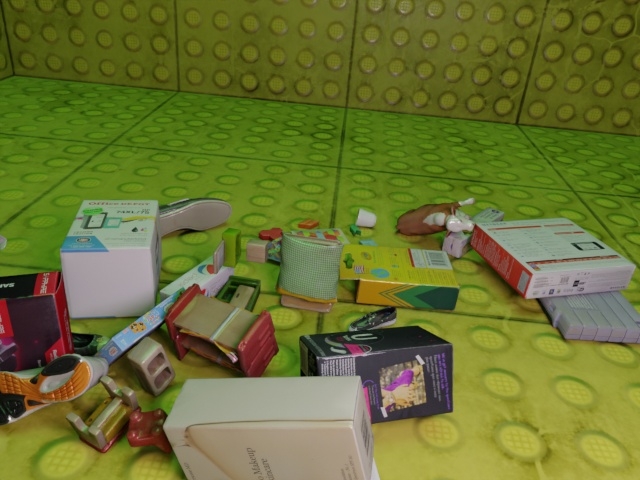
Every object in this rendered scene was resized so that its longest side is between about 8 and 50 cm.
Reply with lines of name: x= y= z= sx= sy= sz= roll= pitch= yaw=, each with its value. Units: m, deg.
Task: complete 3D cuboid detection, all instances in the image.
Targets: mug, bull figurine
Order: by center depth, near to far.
bull figurine: x=0.382 y=-0.072 z=1.744 sx=0.188 sy=0.101 sz=0.310 roll=-17 pitch=9 yaw=-36
mug: x=0.156 y=-0.077 z=1.855 sx=0.064 sy=0.062 sz=0.078 roll=13 pitch=35 yaw=-2

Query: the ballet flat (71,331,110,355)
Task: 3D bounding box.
ballet flat: x=-0.547 y=0.219 z=1.198 sx=0.173 sy=0.049 sz=0.057 roll=5 pitch=29 yaw=0

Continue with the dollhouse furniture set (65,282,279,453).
dollhouse furniture set: x=-0.268 y=0.278 z=1.078 sx=0.201 sy=0.152 sz=0.374 roll=19 pitch=48 yaw=23

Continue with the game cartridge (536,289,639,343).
game cartridge: x=0.718 y=0.157 z=1.518 sx=0.230 sy=0.068 sz=0.355 roll=0 pitch=28 yaw=0

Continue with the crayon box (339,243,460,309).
crayon box: x=0.205 y=0.096 z=1.518 sx=0.319 sy=0.081 sz=0.202 roll=5 pitch=28 yaw=-1

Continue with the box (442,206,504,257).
box: x=0.515 y=-0.031 z=1.821 sx=0.063 sy=0.067 sz=0.324 roll=26 pitch=34 yaw=32

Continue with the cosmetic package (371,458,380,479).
cosmetic package: x=0.052 y=0.424 z=0.906 sx=0.099 sy=0.060 sz=0.239 roll=-4 pitch=29 yaw=-8

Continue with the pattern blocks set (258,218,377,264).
pattern blocks set: x=0.000 y=0.000 z=1.719 sx=0.325 sy=0.026 sz=0.285 roll=-12 pitch=33 yaw=-29

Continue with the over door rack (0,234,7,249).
over door rack: x=-0.856 y=0.107 z=1.187 sx=0.240 sy=0.108 sz=0.324 roll=-31 pitch=32 yaw=5

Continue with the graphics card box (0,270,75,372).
graphics card box: x=-0.681 y=0.191 z=1.037 sx=0.371 sy=0.232 sz=0.094 roll=-4 pitch=31 yaw=-18

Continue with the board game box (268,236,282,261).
board game box: x=-0.080 y=0.019 z=1.618 sx=0.169 sy=0.033 sz=0.133 roll=16 pitch=36 yaw=18

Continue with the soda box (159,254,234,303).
soda box: x=-0.312 y=0.118 z=1.404 sx=0.074 sy=0.069 sz=0.216 roll=17 pitch=30 yaw=21

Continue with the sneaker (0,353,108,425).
sneaker: x=-0.527 y=0.282 z=1.039 sx=0.263 sy=0.099 sz=0.121 roll=-14 pitch=-10 yaw=8

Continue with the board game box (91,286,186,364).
board game box: x=-0.390 y=0.196 z=1.169 sx=0.039 sy=0.160 sz=0.211 roll=51 pitch=37 yaw=-1

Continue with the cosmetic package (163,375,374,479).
cosmetic package: x=-0.077 y=0.317 z=0.900 sx=0.310 sy=0.160 sz=0.113 roll=-6 pitch=30 yaw=14

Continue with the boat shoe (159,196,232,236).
boat shoe: x=-0.446 y=-0.081 z=1.706 sx=0.335 sy=0.112 sz=0.095 roll=-17 pitch=40 yaw=-30

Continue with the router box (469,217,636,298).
router box: x=0.659 y=0.041 z=1.577 sx=0.336 sy=0.082 sz=0.301 roll=-3 pitch=29 yaw=-15

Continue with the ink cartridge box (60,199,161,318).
ink cartridge box: x=-0.515 y=0.038 z=1.381 sx=0.198 sy=0.197 sz=0.270 roll=-1 pitch=29 yaw=-12

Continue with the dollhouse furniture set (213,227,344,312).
dollhouse furniture set: x=-0.106 y=0.096 z=1.342 sx=0.302 sy=0.197 sz=0.151 roll=8 pitch=27 yaw=6

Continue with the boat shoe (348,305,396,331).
boat shoe: x=0.131 y=0.196 z=1.361 sx=0.142 sy=0.040 sz=0.049 roll=-12 pitch=33 yaw=-30

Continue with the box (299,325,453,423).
box: x=0.106 y=0.262 z=1.079 sx=0.271 sy=0.143 sz=0.165 roll=-3 pitch=5 yaw=-15
